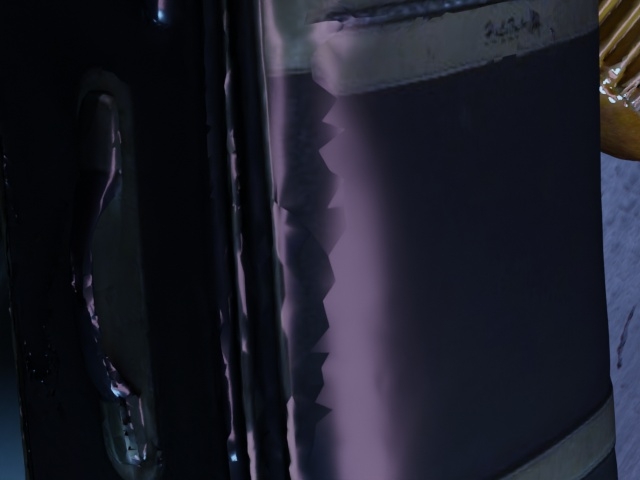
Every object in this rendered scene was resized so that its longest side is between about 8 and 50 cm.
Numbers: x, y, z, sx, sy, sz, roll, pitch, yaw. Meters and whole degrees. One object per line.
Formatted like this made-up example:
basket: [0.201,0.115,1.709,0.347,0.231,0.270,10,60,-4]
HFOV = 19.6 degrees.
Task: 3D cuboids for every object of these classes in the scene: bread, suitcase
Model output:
bread: [0.143,-0.122,1.072,0.104,0.199,0.199,-56,155,-1]
suitcase: [0.000,0.000,0.788,0.283,0.194,0.434,-20,110,-52]

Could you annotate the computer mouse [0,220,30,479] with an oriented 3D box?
computer mouse: [-0.153,0.113,0.907,0.331,0.095,0.197,-61,159,6]
